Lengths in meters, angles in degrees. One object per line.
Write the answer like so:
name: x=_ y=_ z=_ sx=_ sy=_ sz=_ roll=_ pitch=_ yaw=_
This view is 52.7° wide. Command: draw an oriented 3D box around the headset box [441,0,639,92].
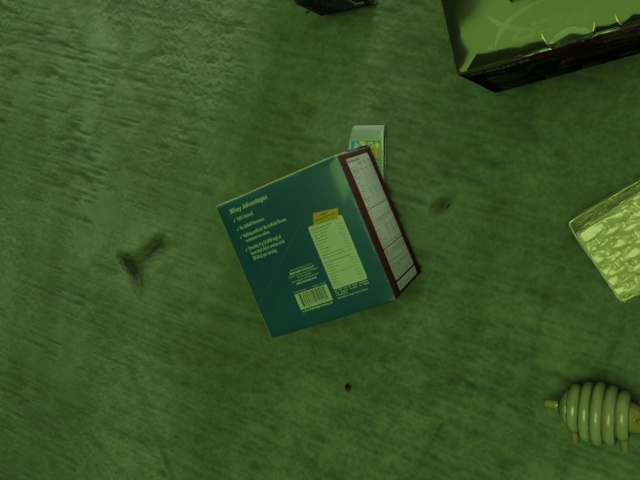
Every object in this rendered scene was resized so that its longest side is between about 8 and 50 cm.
headset box: x=0.260 y=-0.246 z=0.687 sx=0.218 sy=0.293 sz=0.110 roll=-12 pitch=94 yaw=25

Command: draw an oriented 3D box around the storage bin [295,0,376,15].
storage bin: x=0.012 y=-0.405 z=0.859 sx=0.084 sy=0.122 sz=0.180 roll=-4 pitch=96 yaw=23

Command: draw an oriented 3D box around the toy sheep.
toy sheep: x=0.356 y=0.224 z=0.834 sx=0.132 sy=0.091 sz=0.091 roll=0 pitch=98 yaw=28

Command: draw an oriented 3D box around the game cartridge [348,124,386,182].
game cartridge: x=0.067 y=-0.125 z=0.938 sx=0.056 sy=0.017 sz=0.083 roll=3 pitch=99 yaw=26

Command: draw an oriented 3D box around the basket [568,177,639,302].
basket: x=0.397 y=-0.015 z=0.768 sx=0.167 sy=0.103 sz=0.113 roll=-34 pitch=85 yaw=23

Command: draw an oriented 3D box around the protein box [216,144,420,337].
protein box: x=0.000 y=0.000 z=0.909 sx=0.200 sy=0.136 sz=0.201 roll=-21 pitch=94 yaw=26
